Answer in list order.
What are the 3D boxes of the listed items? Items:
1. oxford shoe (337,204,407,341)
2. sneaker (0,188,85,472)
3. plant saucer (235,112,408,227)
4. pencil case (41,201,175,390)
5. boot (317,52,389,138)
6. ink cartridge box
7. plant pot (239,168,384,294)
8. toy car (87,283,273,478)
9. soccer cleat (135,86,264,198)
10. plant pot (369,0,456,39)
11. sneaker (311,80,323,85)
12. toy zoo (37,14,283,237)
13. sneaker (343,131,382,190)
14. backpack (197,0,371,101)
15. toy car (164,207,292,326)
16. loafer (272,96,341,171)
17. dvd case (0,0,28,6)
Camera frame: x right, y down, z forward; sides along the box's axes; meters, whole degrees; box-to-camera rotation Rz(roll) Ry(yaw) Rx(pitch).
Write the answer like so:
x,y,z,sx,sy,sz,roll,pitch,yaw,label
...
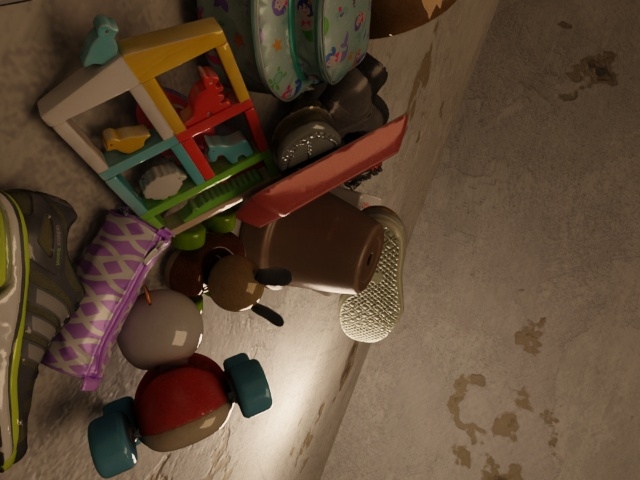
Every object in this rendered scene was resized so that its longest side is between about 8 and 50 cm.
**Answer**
x,y,z,sx,sy,sz,roll,pitch,yaw,label
0.136,0.096,1.158,0.130,0.169,0.449,-74,169,-49,oxford shoe
-0.292,0.088,0.444,0.121,0.111,0.299,-28,136,-67,sneaker
-0.006,-0.095,0.734,0.259,0.047,0.258,-30,-174,-16,plant saucer
-0.252,0.063,0.546,0.206,0.088,0.086,-66,161,-9,pencil case
0.027,-0.233,0.934,0.222,0.118,0.338,-51,168,2,boot
0.049,-0.005,1.215,0.198,0.115,0.272,-2,111,-68,ink cartridge box
0.000,0.000,0.933,0.263,0.229,0.263,-51,151,-43,plant pot
-0.215,0.154,0.644,0.210,0.219,0.237,152,-79,-71,toy car
-0.160,-0.140,0.634,0.083,0.095,0.248,-37,149,14,soccer cleat
0.105,-0.523,0.771,0.237,0.237,0.254,-60,144,-26,plant pot
-0.013,-0.341,0.840,0.190,0.071,0.082,-56,146,-46,sneaker
-0.166,-0.122,0.525,0.192,0.030,0.293,-28,150,-6,toy zoo
0.102,-0.225,1.134,0.135,0.098,0.276,52,39,-13,sneaker
-0.042,-0.314,0.619,0.253,0.191,0.225,-47,150,-38,backpack
-0.128,0.056,0.709,0.149,0.189,0.155,-38,143,-55,toy car
-0.029,-0.153,0.645,0.251,0.094,0.087,-86,151,-84,loafer
-0.301,-0.212,0.252,0.238,0.030,0.179,-49,151,-44,dvd case
